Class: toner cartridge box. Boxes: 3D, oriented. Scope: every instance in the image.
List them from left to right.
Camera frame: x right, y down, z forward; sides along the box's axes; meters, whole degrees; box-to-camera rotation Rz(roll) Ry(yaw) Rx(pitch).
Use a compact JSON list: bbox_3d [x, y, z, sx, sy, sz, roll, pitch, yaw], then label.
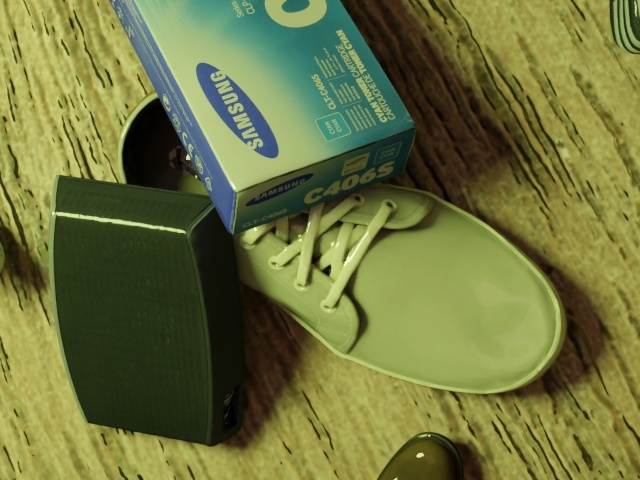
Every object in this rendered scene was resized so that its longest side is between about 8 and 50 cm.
[{"bbox_3d":[-0.073,-0.186,1.083,0.165,0.075,0.347,-22,66,-18],"label":"toner cartridge box"}]

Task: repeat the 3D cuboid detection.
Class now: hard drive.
[{"bbox_3d":[-0.155,0.070,1.116,0.172,0.054,0.254,9,125,15],"label":"hard drive"}]

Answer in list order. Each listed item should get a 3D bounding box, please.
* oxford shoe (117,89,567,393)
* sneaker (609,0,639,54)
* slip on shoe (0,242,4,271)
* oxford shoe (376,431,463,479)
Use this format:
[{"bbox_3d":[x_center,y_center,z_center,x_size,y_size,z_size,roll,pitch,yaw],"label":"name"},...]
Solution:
[{"bbox_3d":[0.000,0.000,1.106,0.449,0.130,0.169,30,94,13],"label":"oxford shoe"},{"bbox_3d":[0.293,-0.270,1.076,0.098,0.083,0.223,-4,91,-6],"label":"sneaker"},{"bbox_3d":[-0.444,-0.023,1.232,0.331,0.123,0.101,23,101,20],"label":"slip on shoe"},{"bbox_3d":[0.056,0.272,1.097,0.083,0.096,0.227,26,93,16],"label":"oxford shoe"}]
